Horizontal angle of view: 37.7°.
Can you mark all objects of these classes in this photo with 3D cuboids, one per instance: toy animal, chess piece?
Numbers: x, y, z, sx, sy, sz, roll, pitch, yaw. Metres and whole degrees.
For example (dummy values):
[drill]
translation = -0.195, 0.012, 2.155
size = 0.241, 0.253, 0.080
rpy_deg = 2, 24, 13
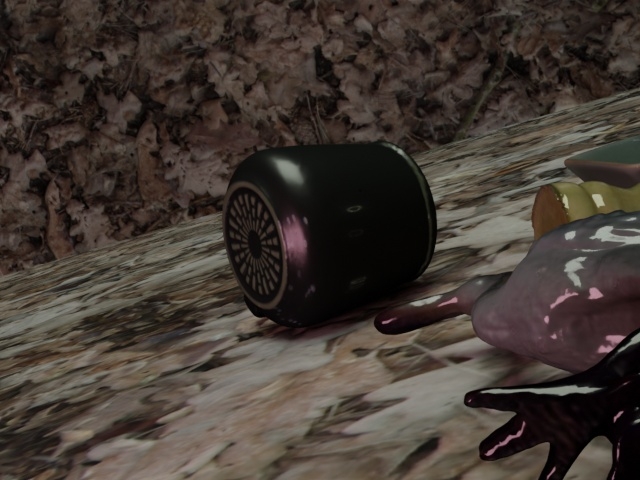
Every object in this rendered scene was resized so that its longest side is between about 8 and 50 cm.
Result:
[toy animal]
translation = 0.143, 0.035, 0.505
size = 0.195, 0.090, 0.324
rpy_deg = -18, 9, -4
[chess piece]
translation = 0.259, -0.008, 0.660
size = 0.200, 0.090, 0.090
rpy_deg = -7, 7, -3

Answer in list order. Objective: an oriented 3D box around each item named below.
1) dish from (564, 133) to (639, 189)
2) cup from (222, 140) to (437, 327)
[dish]
translation = 0.348, -0.070, 0.907
size = 0.154, 0.064, 0.234
rpy_deg = -18, 6, -2
[cup]
translation = 0.000, 0.000, 0.912
size = 0.176, 0.169, 0.223
rpy_deg = -17, -24, -31
